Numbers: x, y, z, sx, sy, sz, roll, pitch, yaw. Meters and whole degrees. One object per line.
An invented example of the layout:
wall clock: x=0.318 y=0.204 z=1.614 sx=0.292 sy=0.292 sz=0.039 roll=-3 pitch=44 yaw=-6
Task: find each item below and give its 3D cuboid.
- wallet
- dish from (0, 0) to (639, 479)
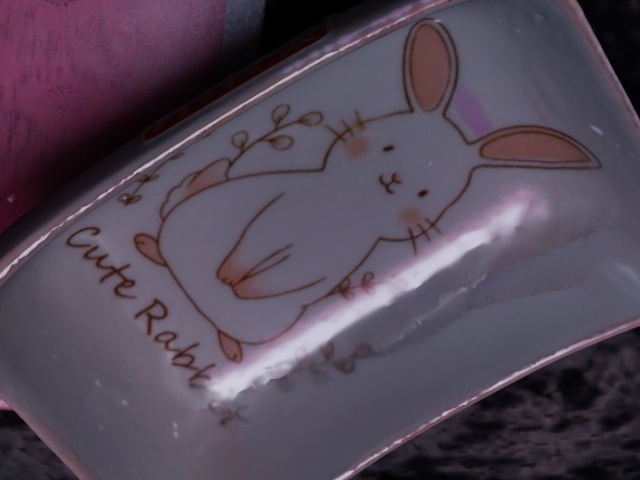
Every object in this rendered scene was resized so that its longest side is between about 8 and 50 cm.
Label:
wallet: x=-0.084 y=-0.034 z=0.632 sx=0.119 sy=0.025 sz=0.232 roll=6 pitch=123 yaw=-5
dish: x=0.000 y=0.000 z=0.607 sx=0.212 sy=0.077 sz=0.151 roll=-31 pitch=126 yaw=7
